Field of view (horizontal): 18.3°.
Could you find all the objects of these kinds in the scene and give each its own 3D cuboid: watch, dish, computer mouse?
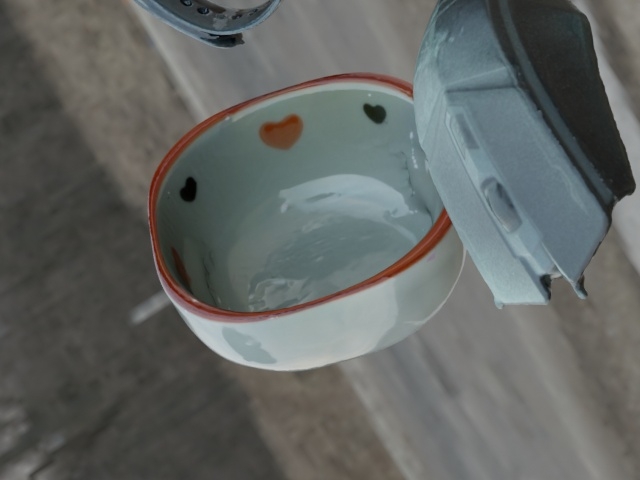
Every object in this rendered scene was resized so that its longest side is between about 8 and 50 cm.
[{"bbox_3d":[-0.111,-0.270,1.672,0.206,0.068,0.193,26,125,5],"label":"watch"},{"bbox_3d":[0.000,0.000,1.488,0.256,0.256,0.117,47,164,44],"label":"dish"},{"bbox_3d":[0.106,-0.065,1.174,0.126,0.071,0.231,-40,54,46],"label":"computer mouse"}]
